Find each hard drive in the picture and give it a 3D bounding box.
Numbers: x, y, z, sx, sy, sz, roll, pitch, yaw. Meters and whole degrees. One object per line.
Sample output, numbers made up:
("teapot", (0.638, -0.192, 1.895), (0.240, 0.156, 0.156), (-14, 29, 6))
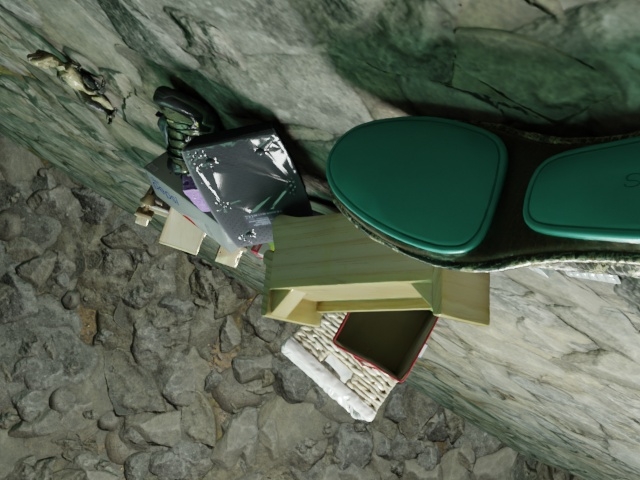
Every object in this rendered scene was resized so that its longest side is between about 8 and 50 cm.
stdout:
("hard drive", (-0.110, -0.090, 1.053), (0.172, 0.054, 0.255), (-10, 141, 11))

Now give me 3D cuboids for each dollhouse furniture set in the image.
("dollhouse furniture set", (-0.331, -0.110, 1.741), (0.303, 0.174, 0.355), (20, -161, -11))

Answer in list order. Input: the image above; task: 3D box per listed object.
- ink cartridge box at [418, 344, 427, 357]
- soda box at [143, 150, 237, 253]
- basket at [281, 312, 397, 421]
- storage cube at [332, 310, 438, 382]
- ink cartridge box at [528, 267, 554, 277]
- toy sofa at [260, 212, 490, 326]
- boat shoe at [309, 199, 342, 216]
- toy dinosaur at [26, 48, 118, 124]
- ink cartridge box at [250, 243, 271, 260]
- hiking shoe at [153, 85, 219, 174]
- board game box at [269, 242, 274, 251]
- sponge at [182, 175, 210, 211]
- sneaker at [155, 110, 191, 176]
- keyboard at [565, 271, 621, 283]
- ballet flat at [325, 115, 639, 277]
("ink cartridge box", (0.283, 0.340, 2.039), (0.088, 0.052, 0.122), (32, 168, -5))
("soda box", (-0.264, -0.094, 1.384), (0.286, 0.091, 0.098), (34, 153, 30))
("basket", (0.082, 0.334, 1.873), (0.328, 0.266, 0.331), (41, 166, 5))
("storage cube", (0.151, 0.200, 1.469), (0.183, 0.215, 0.193), (29, 174, 4))
("ink cartridge box", (0.279, 0.015, 0.849), (0.048, 0.028, 0.083), (39, 178, -29))
("toy sofa", (0.082, 0.045, 0.997), (0.362, 0.177, 0.150), (-7, 162, 39))
("boat shoe", (0.028, -0.007, 1.196), (0.285, 0.092, 0.103), (19, 168, 43))
("toy dinosaur", (-0.475, -0.304, 1.285), (0.118, 0.064, 0.268), (32, 171, 26))
("ink cartridge box", (-0.107, 0.046, 1.770), (0.150, 0.063, 0.109), (19, 163, 42))
("hiking shoe", (-0.230, -0.173, 1.095), (0.086, 0.114, 0.227), (25, 166, 31))
("board game box", (-0.094, -0.020, 1.327), (0.181, 0.043, 0.092), (65, 168, 5))
("sponge", (-0.135, -0.094, 1.146), (0.210, 0.031, 0.117), (-6, 161, 7))
("sneaker", (-0.248, -0.164, 1.244), (0.098, 0.083, 0.224), (32, 153, 48))
("keyboard", (0.298, -0.013, 0.757), (0.072, 0.014, 0.256), (17, 162, 46))
("ballet flat", (0.213, -0.026, 0.609), (0.483, 0.164, 0.182), (10, 165, 48))
